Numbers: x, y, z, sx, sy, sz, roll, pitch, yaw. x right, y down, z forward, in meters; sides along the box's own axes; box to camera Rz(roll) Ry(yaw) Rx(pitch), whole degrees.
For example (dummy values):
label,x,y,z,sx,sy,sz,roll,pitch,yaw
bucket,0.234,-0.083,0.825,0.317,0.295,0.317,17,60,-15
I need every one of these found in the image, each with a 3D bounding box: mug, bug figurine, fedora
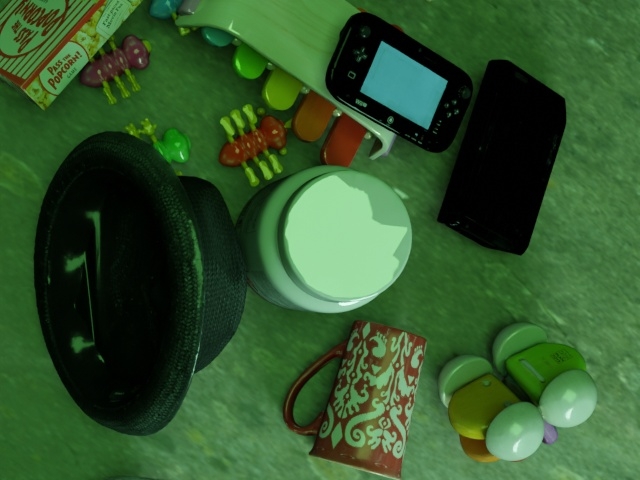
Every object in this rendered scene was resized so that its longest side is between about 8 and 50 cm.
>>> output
label,x,y,z,sx,sy,sz,roll,pitch,yaw
mug,0.045,0.182,1.549,0.150,0.113,0.169,18,81,-12
bug figurine,-0.162,-0.180,1.535,0.216,0.072,0.279,-25,97,-6
fedora,-0.183,0.043,1.458,0.152,0.334,0.334,-8,90,-45

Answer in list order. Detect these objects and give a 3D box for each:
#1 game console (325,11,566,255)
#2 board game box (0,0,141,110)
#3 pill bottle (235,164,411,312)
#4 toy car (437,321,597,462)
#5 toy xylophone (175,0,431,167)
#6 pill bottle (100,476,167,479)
label,x,y,z,sx,sy,sz,roll,pitch,yaw
game console,0.146,-0.136,1.540,0.361,0.044,0.213,25,78,-35
board game box,-0.293,-0.250,1.475,0.193,0.146,0.045,-51,135,-9
pill bottle,0.000,0.000,1.454,0.160,0.283,0.160,0,89,-12
toy car,0.242,0.200,1.583,0.182,0.159,0.136,-30,129,-11
toy xylophone,0.005,-0.243,1.526,0.322,0.081,0.236,41,68,-22
pill bottle,-0.211,0.385,1.482,0.121,0.121,0.221,6,87,-11
